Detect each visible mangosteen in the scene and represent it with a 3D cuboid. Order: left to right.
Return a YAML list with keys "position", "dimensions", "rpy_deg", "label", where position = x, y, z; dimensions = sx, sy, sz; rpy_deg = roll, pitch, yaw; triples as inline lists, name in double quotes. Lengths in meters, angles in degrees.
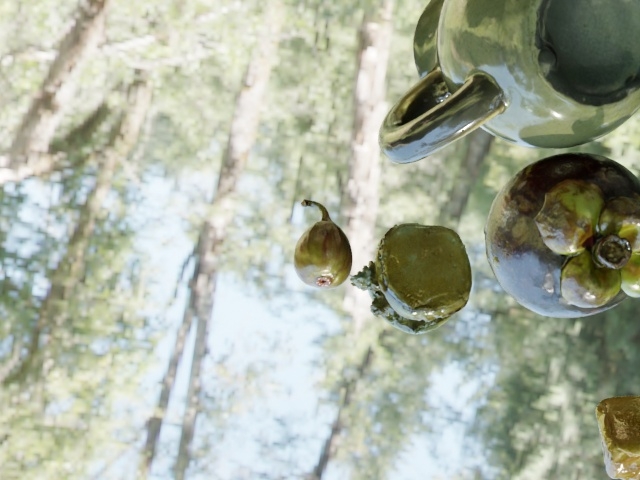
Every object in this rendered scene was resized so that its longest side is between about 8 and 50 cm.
- position: [0.284, 0.003, 1.378]
  dimensions: [0.192, 0.192, 0.217]
  rpy_deg: [7, -164, -12]
  label: "mangosteen"

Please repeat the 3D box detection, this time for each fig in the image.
- position: [0.000, 0.000, 1.045]
  dimensions: [0.050, 0.050, 0.083]
  rpy_deg: [5, -126, -21]
  label: "fig"

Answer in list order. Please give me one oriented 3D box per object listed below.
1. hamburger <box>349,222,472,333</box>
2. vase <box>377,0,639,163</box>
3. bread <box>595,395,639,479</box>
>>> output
- position: [0.131, 0.059, 1.866]
  dimensions: [0.185, 0.159, 0.131]
  rpy_deg: [3, 162, -14]
  label: "hamburger"
- position: [0.195, -0.196, 1.416]
  dimensions: [0.329, 0.240, 0.302]
  rpy_deg: [-39, -164, -13]
  label: "vase"
- position: [0.302, 0.166, 1.077]
  dimensions: [0.132, 0.053, 0.074]
  rpy_deg: [-1, -143, 4]
  label: "bread"
